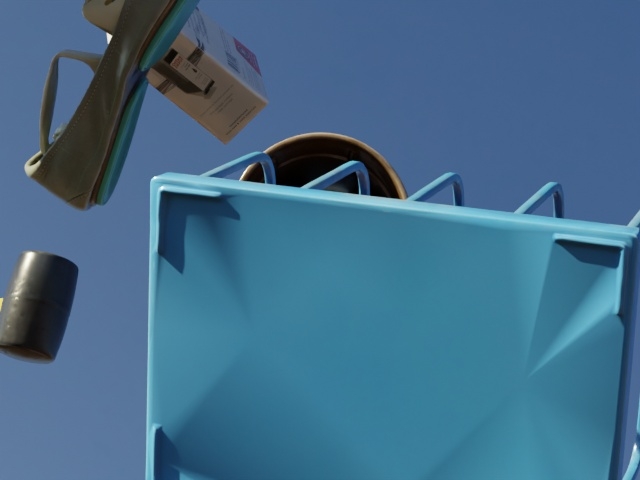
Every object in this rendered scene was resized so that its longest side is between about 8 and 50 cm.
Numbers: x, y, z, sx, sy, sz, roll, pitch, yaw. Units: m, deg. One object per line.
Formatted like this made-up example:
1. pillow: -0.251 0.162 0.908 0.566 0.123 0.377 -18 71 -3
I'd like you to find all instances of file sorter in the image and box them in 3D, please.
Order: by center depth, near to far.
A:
1. file sorter: 0.036 0.034 0.637 0.170 0.104 0.118 7 -74 19

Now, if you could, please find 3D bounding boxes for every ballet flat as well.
1. ballet flat: -0.127 -0.115 1.070 0.068 0.072 0.213 28 -65 1

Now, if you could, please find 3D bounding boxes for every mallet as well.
1. mallet: -0.213 0.034 1.051 0.190 0.062 0.039 5 -18 46

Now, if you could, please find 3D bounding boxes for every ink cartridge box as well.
1. ink cartridge box: -0.115 -0.158 1.467 0.056 0.099 0.135 -43 -62 16

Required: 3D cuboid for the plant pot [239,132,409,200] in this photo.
1. plant pot: 0.000 0.000 1.650 0.167 0.167 0.165 18 -11 4
